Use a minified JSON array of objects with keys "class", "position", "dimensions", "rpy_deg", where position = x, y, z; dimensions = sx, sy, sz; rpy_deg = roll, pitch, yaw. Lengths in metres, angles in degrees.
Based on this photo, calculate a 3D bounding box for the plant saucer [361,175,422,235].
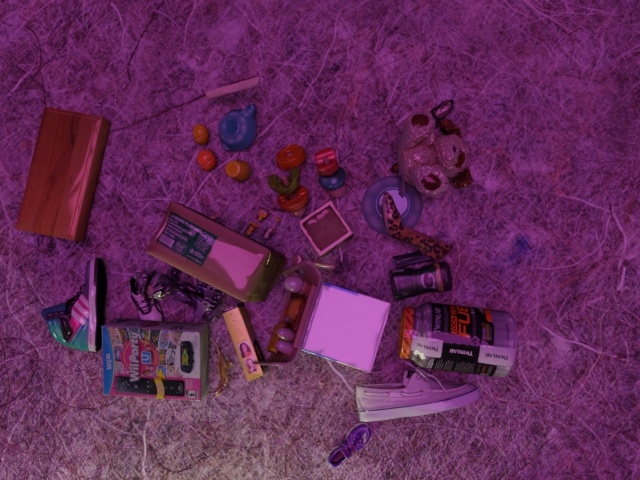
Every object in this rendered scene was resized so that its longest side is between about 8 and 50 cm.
[{"class":"plant saucer","position":[0.228,-0.113,1.692],"dimensions":[0.194,0.037,0.195],"rpy_deg":[0,84,3]}]

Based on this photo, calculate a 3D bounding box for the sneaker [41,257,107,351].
[{"class":"sneaker","position":[-0.780,0.200,1.690],"dimensions":[0.178,0.124,0.296],"rpy_deg":[2,86,-6]}]

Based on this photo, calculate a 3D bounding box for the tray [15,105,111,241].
[{"class":"tray","position":[-0.840,-0.216,1.751],"dimensions":[0.202,0.076,0.412],"rpy_deg":[11,85,4]}]

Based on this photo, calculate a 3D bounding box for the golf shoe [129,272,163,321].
[{"class":"golf shoe","position":[-0.561,0.197,1.686],"dimensions":[0.077,0.094,0.198],"rpy_deg":[-23,85,0]}]

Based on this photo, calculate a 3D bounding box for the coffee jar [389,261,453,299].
[{"class":"coffee jar","position":[0.309,0.122,1.643],"dimensions":[0.184,0.079,0.096],"rpy_deg":[-10,91,3]}]

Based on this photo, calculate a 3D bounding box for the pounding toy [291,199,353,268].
[{"class":"pounding toy","position":[0.000,0.011,1.665],"dimensions":[0.206,0.094,0.181],"rpy_deg":[-35,83,0]}]

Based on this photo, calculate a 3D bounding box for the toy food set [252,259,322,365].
[{"class":"toy food set","position":[-0.110,0.217,1.554],"dimensions":[0.092,0.219,0.306],"rpy_deg":[25,69,-17]}]

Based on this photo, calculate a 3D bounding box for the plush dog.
[{"class":"plush dog","position":[0.353,-0.253,1.643],"dimensions":[0.225,0.210,0.263],"rpy_deg":[-8,81,-17]}]

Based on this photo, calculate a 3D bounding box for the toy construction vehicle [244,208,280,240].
[{"class":"toy construction vehicle","position":[-0.184,-0.044,1.717],"dimensions":[0.085,0.035,0.098],"rpy_deg":[28,84,17]}]

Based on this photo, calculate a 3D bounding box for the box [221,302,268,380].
[{"class":"box","position":[-0.233,0.310,1.659],"dimensions":[0.058,0.087,0.233],"rpy_deg":[-23,85,4]}]

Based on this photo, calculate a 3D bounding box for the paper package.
[{"class":"paper package","position":[-0.291,0.041,1.574],"dimensions":[0.324,0.309,0.168],"rpy_deg":[27,86,7]}]

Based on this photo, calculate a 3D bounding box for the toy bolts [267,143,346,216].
[{"class":"toy bolts","position":[-0.029,-0.194,1.693],"dimensions":[0.228,0.159,0.218],"rpy_deg":[-14,44,12]}]

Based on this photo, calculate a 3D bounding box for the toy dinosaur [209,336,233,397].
[{"class":"toy dinosaur","position":[-0.304,0.386,1.651],"dimensions":[0.053,0.092,0.183],"rpy_deg":[-5,85,3]}]

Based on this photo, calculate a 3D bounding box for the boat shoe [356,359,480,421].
[{"class":"boat shoe","position":[0.282,0.434,1.601],"dimensions":[0.366,0.136,0.157],"rpy_deg":[-12,81,12]}]

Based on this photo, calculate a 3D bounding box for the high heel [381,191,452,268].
[{"class":"high heel","position":[0.291,-0.047,1.622],"dimensions":[0.186,0.093,0.262],"rpy_deg":[-15,115,7]}]

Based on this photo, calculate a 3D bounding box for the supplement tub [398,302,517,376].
[{"class":"supplement tub","position":[0.394,0.286,1.566],"dimensions":[0.315,0.193,0.194],"rpy_deg":[5,85,4]}]

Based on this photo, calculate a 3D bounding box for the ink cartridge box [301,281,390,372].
[{"class":"ink cartridge box","position":[0.076,0.244,1.552],"dimensions":[0.198,0.270,0.197],"rpy_deg":[17,85,5]}]

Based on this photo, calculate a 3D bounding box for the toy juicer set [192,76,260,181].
[{"class":"toy juicer set","position":[-0.305,-0.366,1.730],"dimensions":[0.209,0.089,0.330],"rpy_deg":[12,94,17]}]

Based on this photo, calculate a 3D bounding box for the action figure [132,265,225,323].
[{"class":"action figure","position":[-0.442,0.148,1.653],"dimensions":[0.284,0.185,0.099],"rpy_deg":[22,117,-9]}]

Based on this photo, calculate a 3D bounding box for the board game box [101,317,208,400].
[{"class":"board game box","position":[-0.503,0.364,1.642],"dimensions":[0.302,0.097,0.224],"rpy_deg":[2,99,5]}]

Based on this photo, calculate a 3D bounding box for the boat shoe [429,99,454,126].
[{"class":"boat shoe","position":[0.364,-0.396,1.702],"dimensions":[0.056,0.049,0.152],"rpy_deg":[44,89,6]}]

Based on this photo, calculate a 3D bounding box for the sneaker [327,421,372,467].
[{"class":"sneaker","position":[0.091,0.626,1.616],"dimensions":[0.068,0.071,0.170],"rpy_deg":[44,88,6]}]
